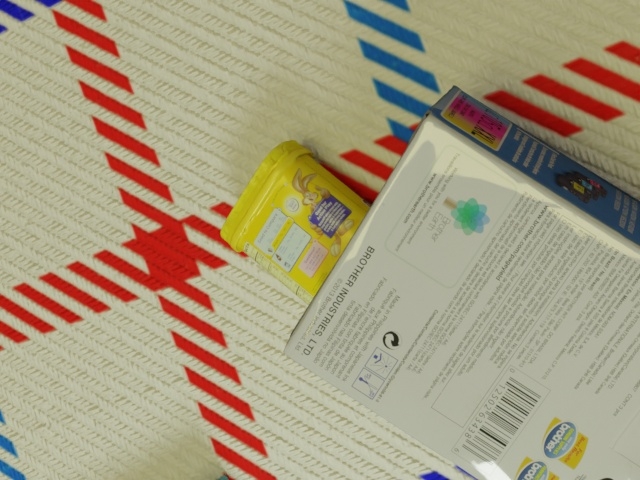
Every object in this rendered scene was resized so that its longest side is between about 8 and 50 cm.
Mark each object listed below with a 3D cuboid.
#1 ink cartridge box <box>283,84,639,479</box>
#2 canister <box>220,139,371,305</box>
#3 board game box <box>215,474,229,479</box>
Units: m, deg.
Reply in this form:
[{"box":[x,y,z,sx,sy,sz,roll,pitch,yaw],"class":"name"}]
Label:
[{"box":[0.206,0.084,1.311,0.395,0.151,0.270,33,113,5],"class":"ink cartridge box"},{"box":[0.000,0.000,1.476,0.170,0.073,0.126,40,114,14],"class":"canister"},{"box":[-0.178,0.450,1.648,0.336,0.079,0.253,-35,83,28],"class":"board game box"}]
